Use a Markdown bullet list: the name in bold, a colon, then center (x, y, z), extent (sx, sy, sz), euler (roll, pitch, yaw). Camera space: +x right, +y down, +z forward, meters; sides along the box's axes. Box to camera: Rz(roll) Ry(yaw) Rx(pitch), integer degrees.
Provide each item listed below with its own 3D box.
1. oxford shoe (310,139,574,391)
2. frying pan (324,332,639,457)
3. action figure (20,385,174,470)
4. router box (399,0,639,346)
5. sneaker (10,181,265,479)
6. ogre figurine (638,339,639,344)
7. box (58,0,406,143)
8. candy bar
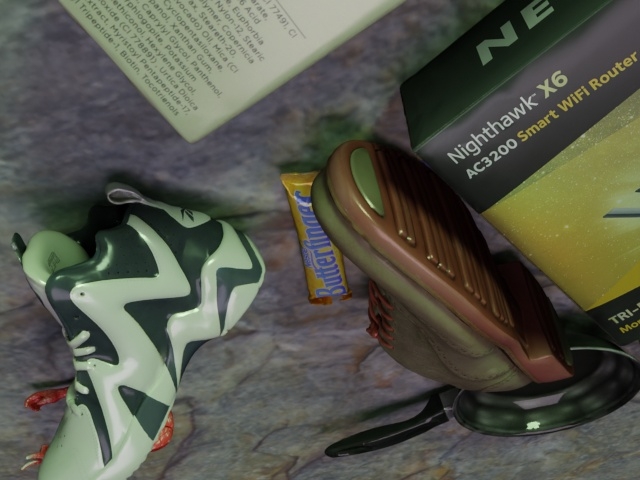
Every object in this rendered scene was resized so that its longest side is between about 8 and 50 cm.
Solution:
- **oxford shoe**: center (0.082, 0.051, 0.587), extent (0.130, 0.122, 0.348), euler (-26, 138, 24)
- **frying pan**: center (0.185, 0.182, 0.823), extent (0.326, 0.053, 0.197), euler (-31, 135, 30)
- **action figure**: center (-0.226, 0.190, 0.685), extent (0.139, 0.091, 0.280), euler (9, 137, -37)
- **router box**: center (0.243, -0.092, 0.451), extent (0.309, 0.081, 0.243), euler (-37, 122, 27)
- **sneaker**: center (-0.162, 0.064, 0.520), extent (0.153, 0.094, 0.235), euler (35, 99, -29)
- **ogre figurine**: center (0.357, 0.081, 0.716), extent (0.118, 0.096, 0.197), euler (-34, 149, 7)
- **box**: center (0.020, -0.166, 0.310), extent (0.275, 0.094, 0.113), euler (-29, 120, 19)
- **candy bar**: center (0.000, 0.000, 0.581), extent (0.040, 0.018, 0.161), euler (-11, 140, -1)
